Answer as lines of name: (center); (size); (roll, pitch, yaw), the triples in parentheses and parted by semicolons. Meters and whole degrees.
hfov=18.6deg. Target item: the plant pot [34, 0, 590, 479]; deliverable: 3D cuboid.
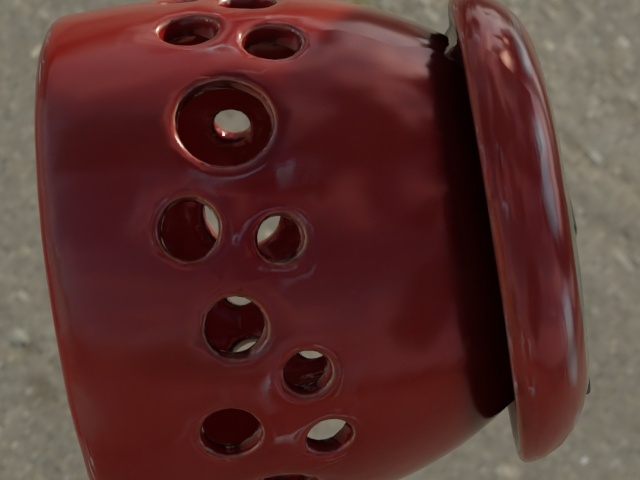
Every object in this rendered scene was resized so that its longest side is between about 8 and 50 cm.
plant pot: (0.000, 0.000, 0.699); (0.191, 0.174, 0.191); (-10, 90, -86)
